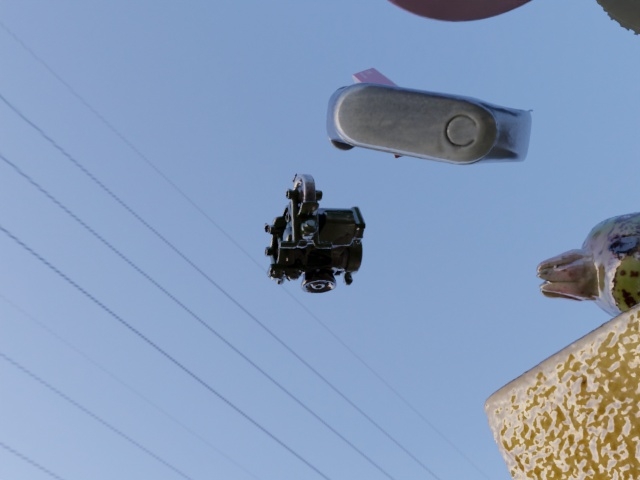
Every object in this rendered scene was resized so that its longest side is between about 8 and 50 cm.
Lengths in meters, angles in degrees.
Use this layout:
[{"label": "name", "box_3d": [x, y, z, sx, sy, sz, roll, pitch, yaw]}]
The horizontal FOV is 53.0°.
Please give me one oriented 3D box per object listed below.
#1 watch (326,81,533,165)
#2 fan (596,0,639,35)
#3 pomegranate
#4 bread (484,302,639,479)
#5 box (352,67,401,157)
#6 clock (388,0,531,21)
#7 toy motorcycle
[{"label": "watch", "box_3d": [0.102, -0.114, 0.639, 0.206, 0.193, 0.068, 9, -80, 16]}, {"label": "fan", "box_3d": [0.436, -0.430, 0.755, 0.233, 0.012, 0.414, 23, -95, -5]}, {"label": "pomegranate", "box_3d": [0.337, 0.041, 0.725, 0.163, 0.138, 0.125, -33, -82, 8]}, {"label": "bread", "box_3d": [0.290, 0.158, 0.539, 0.114, 0.184, 0.274, 5, -38, -35]}, {"label": "box", "box_3d": [0.117, -0.242, 1.192, 0.050, 0.229, 0.123, -20, -64, 0]}, {"label": "clock", "box_3d": [0.099, -0.330, 0.448, 0.339, 0.102, 0.338, -1, -43, -1]}, {"label": "toy motorcycle", "box_3d": [0.000, 0.000, 1.205, 0.205, 0.127, 0.275, 2, -36, -19]}]
